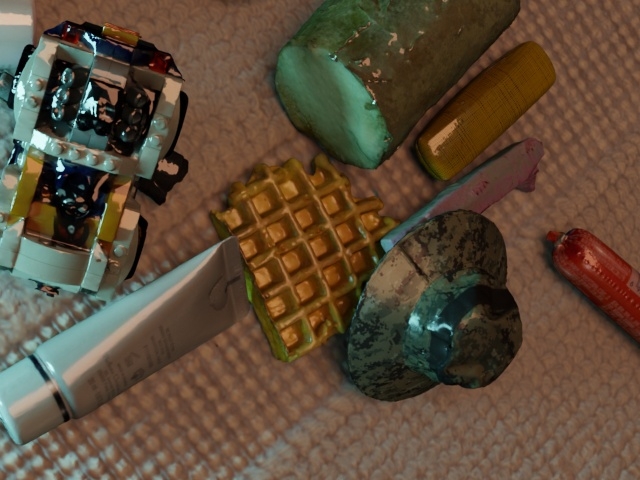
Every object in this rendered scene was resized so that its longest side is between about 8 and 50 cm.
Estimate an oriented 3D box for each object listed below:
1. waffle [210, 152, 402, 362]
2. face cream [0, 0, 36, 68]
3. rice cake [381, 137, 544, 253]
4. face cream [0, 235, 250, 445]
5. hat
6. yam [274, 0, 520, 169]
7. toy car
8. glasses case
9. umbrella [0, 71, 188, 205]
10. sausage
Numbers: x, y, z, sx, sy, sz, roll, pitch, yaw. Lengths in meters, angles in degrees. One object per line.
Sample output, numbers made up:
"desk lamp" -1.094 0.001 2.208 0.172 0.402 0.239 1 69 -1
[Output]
"waffle" 0.000 0.000 1.447 0.219 0.057 0.229 -26 96 -24
"face cream" -0.474 -0.227 1.236 0.345 0.102 0.102 -3 87 -23
"rice cake" 0.189 -0.041 1.507 0.290 0.051 0.081 -34 115 -35
"face cream" -0.212 0.114 1.322 0.314 0.089 0.143 -29 140 -20
"hat" 0.164 0.102 1.417 0.265 0.128 0.266 -17 121 -30
"yam" 0.096 -0.249 1.433 0.195 0.195 0.300 46 70 -14
"toy car" -0.257 -0.085 1.266 0.193 0.118 0.301 18 111 -13
"glasses case" 0.212 -0.170 1.547 0.234 0.064 0.079 -42 104 -20
"umbrella" -0.259 -0.121 1.342 0.235 0.059 0.066 32 90 -19
"sausage" 0.405 0.073 1.609 0.274 0.074 0.074 40 72 -16
